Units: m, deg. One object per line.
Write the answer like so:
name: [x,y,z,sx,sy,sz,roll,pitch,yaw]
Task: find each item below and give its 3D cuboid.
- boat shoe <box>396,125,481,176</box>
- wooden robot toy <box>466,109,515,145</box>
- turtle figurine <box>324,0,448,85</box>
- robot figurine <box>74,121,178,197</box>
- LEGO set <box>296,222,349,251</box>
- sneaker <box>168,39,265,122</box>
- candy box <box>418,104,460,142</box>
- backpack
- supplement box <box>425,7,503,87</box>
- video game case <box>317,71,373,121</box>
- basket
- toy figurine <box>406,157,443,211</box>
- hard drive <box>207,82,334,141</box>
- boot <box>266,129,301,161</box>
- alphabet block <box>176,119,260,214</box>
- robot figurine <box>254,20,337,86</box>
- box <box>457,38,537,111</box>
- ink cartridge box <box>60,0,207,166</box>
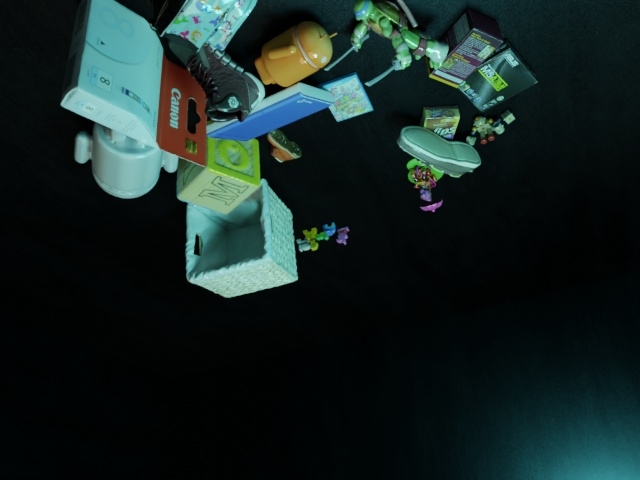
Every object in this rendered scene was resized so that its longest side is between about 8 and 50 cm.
boat shoe: [0.361,-0.272,1.928,0.324,0.117,0.096,9,146,-33]
wooden robot toy: [0.523,-0.364,1.943,0.173,0.076,0.079,-25,134,31]
turtle figurine: [0.168,-0.478,1.543,0.266,0.275,0.197,7,176,-33]
robot figurine: [-0.568,-0.259,1.810,0.299,0.200,0.353,7,148,-19]
LEGO set: [0.000,0.000,2.475,0.227,0.093,0.087,-14,149,16]
sneaker: [-0.286,-0.404,1.559,0.281,0.163,0.106,32,150,-14]
candy box: [0.370,-0.350,1.957,0.109,0.053,0.187,-3,149,-3]
backpack: [-0.243,-0.556,1.316,0.191,0.225,0.253,11,137,-33]
supplement box: [0.380,-0.511,1.639,0.104,0.081,0.188,12,147,-27]
video game case: [0.076,-0.423,1.815,0.119,0.015,0.166,-15,149,17]
basket: [-0.283,0.007,2.207,0.331,0.329,0.266,-15,151,16]
toy figurine: [0.372,-0.183,2.144,0.130,0.159,0.173,-21,146,26]
hard drive: [-0.143,-0.361,1.758,0.318,0.040,0.210,-17,177,27]
boot: [-0.137,-0.299,1.961,0.084,0.059,0.158,-15,151,27]
alphabet block: [-0.322,-0.225,1.926,0.193,0.193,0.197,16,146,-36]
robot figurine: [-0.063,-0.479,1.575,0.219,0.128,0.158,-22,147,27]
box: [0.502,-0.470,1.771,0.184,0.045,0.190,-24,147,34]
ink cartridge box: [-0.417,-0.386,1.498,0.384,0.308,0.091,22,142,-39]
